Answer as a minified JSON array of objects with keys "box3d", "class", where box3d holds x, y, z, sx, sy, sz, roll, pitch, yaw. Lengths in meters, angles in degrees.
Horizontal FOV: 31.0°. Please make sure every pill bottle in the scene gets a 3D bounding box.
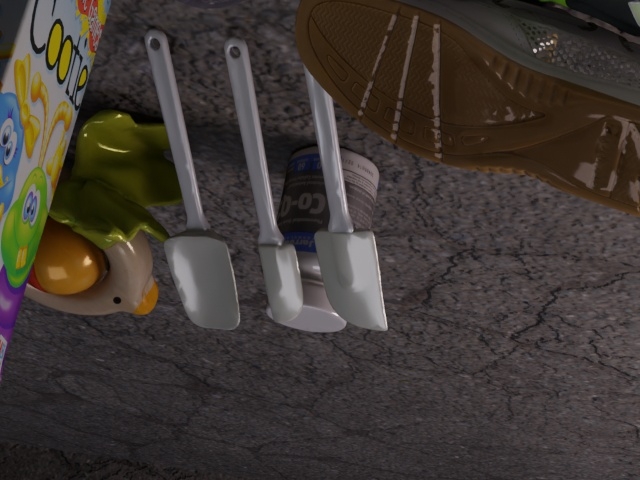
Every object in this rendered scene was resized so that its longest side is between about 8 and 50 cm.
[{"box3d":[0.000,0.000,0.931,0.078,0.137,0.078,9,158,4],"class":"pill bottle"}]

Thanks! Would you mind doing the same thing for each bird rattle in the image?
[{"box3d":[-0.233,-0.011,0.948,0.253,0.143,0.207,-1,133,12],"class":"bird rattle"}]

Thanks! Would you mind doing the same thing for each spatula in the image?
[{"box3d":[-0.048,-0.039,0.830,0.168,0.019,0.242,2,119,24],"class":"spatula"}]

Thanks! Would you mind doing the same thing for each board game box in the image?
[{"box3d":[-0.233,-0.075,0.672,0.144,0.275,0.142,10,158,3],"class":"board game box"}]

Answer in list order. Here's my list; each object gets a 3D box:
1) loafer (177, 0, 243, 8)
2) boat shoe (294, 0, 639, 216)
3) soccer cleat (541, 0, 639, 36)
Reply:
[{"box3d":[-0.086,-0.223,0.530,0.109,0.095,0.302,-25,155,6],"class":"loafer"},{"box3d":[0.121,-0.098,0.698,0.277,0.096,0.098,24,137,12],"class":"boat shoe"},{"box3d":[0.206,-0.133,0.633,0.179,0.060,0.072,17,168,0],"class":"soccer cleat"}]
